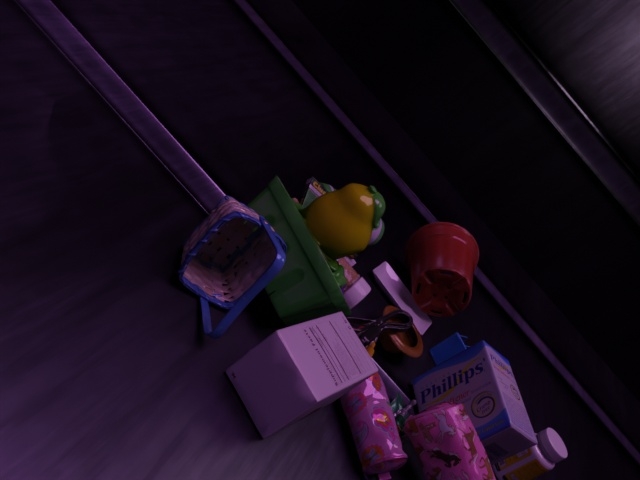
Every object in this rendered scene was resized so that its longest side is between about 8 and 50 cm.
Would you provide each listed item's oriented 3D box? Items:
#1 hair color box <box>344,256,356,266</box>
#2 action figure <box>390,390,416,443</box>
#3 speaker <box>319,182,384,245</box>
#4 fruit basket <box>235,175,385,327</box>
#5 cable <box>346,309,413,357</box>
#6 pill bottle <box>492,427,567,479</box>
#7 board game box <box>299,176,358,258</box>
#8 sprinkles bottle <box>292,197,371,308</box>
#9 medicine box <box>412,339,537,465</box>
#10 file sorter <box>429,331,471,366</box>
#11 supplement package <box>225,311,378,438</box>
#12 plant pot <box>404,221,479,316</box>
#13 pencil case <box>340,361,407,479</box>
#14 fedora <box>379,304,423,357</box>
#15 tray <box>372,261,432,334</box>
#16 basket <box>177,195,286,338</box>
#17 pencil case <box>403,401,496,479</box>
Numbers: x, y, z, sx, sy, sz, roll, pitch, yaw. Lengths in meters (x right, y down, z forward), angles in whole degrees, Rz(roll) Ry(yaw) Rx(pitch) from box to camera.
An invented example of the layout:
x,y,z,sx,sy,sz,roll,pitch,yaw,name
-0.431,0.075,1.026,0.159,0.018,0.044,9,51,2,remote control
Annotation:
x,y,z,sx,sy,sz,roll,pitch,yaw,name
0.031,0.029,2.172,0.167,0.053,0.093,54,26,3,hair color box
0.206,0.495,1.835,0.137,0.063,0.232,58,30,8,action figure
0.080,-0.085,2.319,0.296,0.131,0.131,28,34,-38,speaker
0.000,0.000,1.754,0.392,0.391,0.283,60,-3,19,fruit basket
0.146,0.257,1.984,0.139,0.072,0.287,46,38,17,cable
0.641,0.667,2.125,0.119,0.208,0.119,37,29,-25,pill bottle
0.037,-0.069,2.155,0.259,0.030,0.136,42,49,-27,board game box
-0.007,0.044,2.012,0.355,0.121,0.121,51,26,0,sprinkles bottle
0.425,0.479,1.955,0.149,0.263,0.289,38,28,-34,medicine box
0.465,0.412,2.288,0.104,0.118,0.170,19,40,-51,file sorter
-0.036,0.296,1.570,0.175,0.177,0.293,58,27,14,supplement package
0.427,0.115,2.436,0.272,0.272,0.265,43,26,-14,plant pot
0.123,0.440,1.713,0.124,0.124,0.284,22,38,-44,pencil case
0.233,0.292,2.117,0.194,0.079,0.194,38,27,-24,fedora
0.274,0.199,2.362,0.270,0.030,0.145,53,27,5,tray
-0.192,0.049,1.564,0.201,0.255,0.289,35,19,-30,basket
0.343,0.601,1.721,0.160,0.167,0.386,-13,75,-28,pencil case
